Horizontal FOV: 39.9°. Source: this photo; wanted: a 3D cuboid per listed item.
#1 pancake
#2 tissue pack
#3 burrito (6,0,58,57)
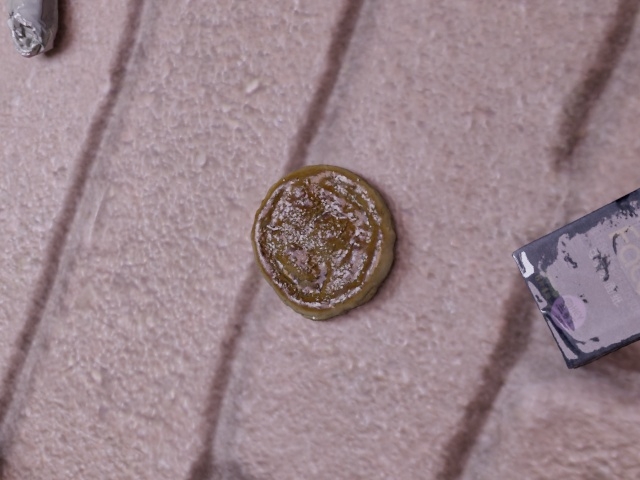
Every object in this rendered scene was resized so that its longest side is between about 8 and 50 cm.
[{"bbox_3d":[0.000,0.000,0.860,0.158,0.028,0.158,-3,82,25],"label":"pancake"},{"bbox_3d":[0.255,0.026,0.737,0.156,0.051,0.112,-29,73,18],"label":"tissue pack"},{"bbox_3d":[-0.335,-0.310,1.022,0.064,0.064,0.203,-8,80,22],"label":"burrito"}]
